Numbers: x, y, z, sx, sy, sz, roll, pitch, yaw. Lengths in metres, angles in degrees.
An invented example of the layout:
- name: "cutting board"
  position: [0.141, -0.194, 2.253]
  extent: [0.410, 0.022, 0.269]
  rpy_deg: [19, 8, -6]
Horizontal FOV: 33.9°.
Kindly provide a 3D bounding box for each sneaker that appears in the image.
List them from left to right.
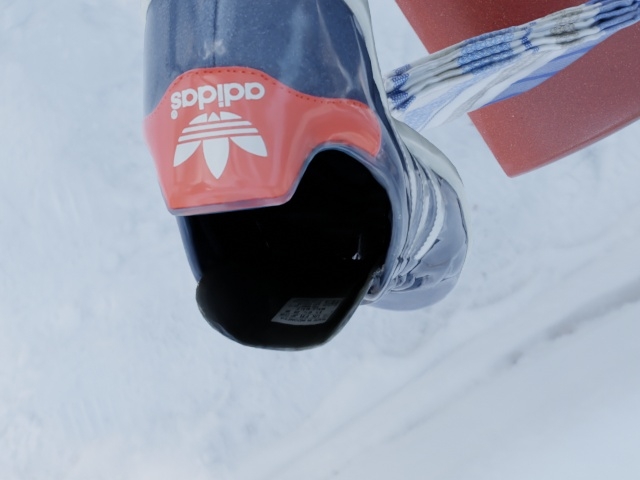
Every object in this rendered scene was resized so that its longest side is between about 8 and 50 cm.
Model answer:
- name: "sneaker"
  position: [0.000, 0.000, 0.543]
  extent: [0.131, 0.350, 0.148]
  rpy_deg: [-7, 65, 18]

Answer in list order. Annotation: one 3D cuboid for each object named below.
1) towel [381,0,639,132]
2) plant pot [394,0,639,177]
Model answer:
- name: "towel"
  position: [0.114, -0.121, 0.865]
  extent: [0.285, 0.209, 0.034]
  rpy_deg: [-23, 85, -29]
- name: "plant pot"
  position: [0.268, -0.259, 1.051]
  extent: [0.267, 0.236, 0.267]
  rpy_deg: [52, 49, -29]
